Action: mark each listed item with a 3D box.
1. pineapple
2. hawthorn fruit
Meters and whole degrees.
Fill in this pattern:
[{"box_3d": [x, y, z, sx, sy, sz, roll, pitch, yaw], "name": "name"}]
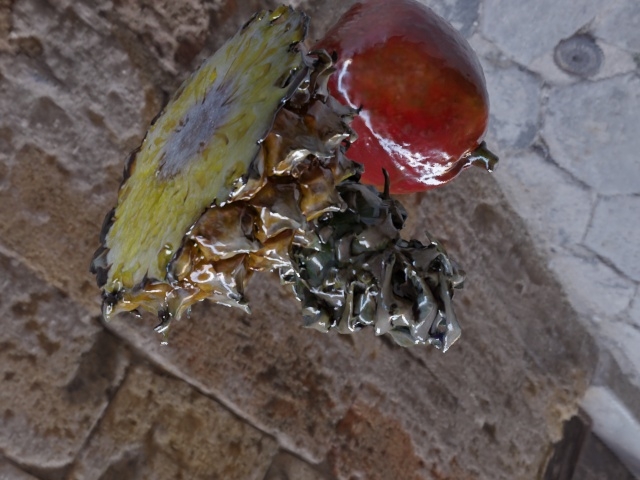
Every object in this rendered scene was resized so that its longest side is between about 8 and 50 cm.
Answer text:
[{"box_3d": [0.000, 0.000, 0.561, 0.271, 0.262, 0.262, 33, 157, -30], "name": "pineapple"}, {"box_3d": [0.119, -0.191, 0.993, 0.307, 0.265, 0.265, 32, 159, 20], "name": "hawthorn fruit"}]
